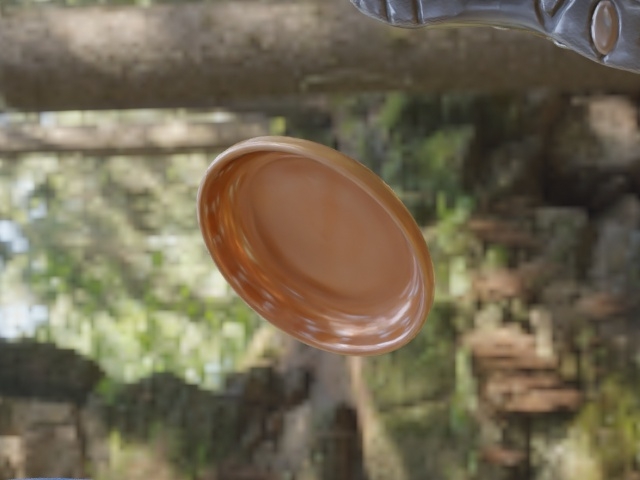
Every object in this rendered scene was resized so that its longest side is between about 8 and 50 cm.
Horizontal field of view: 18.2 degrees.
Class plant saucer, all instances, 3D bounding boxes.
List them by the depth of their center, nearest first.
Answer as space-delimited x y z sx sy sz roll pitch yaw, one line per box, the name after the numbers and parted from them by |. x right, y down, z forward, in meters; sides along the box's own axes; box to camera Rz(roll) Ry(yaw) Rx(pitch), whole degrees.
0.000 0.000 1.495 0.037 0.200 0.200 -50 -39 -40 | plant saucer

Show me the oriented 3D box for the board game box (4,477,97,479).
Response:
-0.033 0.115 0.543 0.169 0.133 0.033 40 115 61 | board game box

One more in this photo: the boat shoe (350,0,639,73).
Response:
0.164 -0.164 1.158 0.116 0.324 0.123 -5 -72 -52 | boat shoe
